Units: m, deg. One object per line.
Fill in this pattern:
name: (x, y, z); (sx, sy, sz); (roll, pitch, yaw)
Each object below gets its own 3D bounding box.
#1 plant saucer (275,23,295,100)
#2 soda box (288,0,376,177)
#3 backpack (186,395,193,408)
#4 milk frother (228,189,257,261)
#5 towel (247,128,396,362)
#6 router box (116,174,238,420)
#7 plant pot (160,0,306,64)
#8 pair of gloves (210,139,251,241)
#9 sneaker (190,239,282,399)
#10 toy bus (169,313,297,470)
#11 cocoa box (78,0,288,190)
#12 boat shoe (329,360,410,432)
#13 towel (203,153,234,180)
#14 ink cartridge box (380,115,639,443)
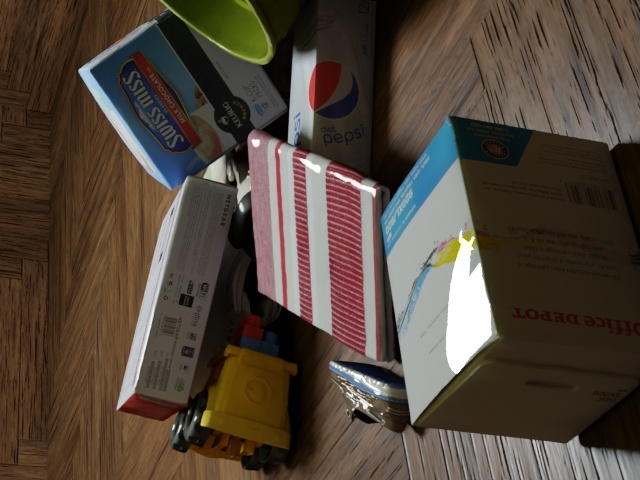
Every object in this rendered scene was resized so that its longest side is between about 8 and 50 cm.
plant saucer: (-0.029, -0.301, 1.981); (0.168, 0.029, 0.169); (-171, 90, -68)
soda box: (0.014, -0.193, 1.740); (0.098, 0.091, 0.286); (155, 121, -65)
backpack: (-0.253, 0.203, 2.218); (0.166, 0.144, 0.189); (160, 119, -73)
milk frother: (-0.049, -0.013, 1.859); (0.143, 0.129, 0.135); (35, 125, 18)
towel: (0.000, 0.000, 1.623); (0.329, 0.037, 0.237); (27, 126, 55)
router box: (-0.226, 0.098, 1.952); (0.301, 0.082, 0.336); (139, 144, -72)
plant pot: (-0.090, -0.496, 1.715); (0.353, 0.366, 0.366); (-49, 19, -10)
pair of gloves: (-0.155, -0.084, 2.181); (0.240, 0.042, 0.204); (-22, 62, 61)
sneaker: (-0.137, 0.142, 1.986); (0.169, 0.108, 0.293); (-165, 85, -72)
toy bus: (-0.123, 0.224, 1.883); (0.220, 0.149, 0.212); (141, 142, -64)
cocoa box: (-0.235, -0.245, 2.049); (0.231, 0.228, 0.347); (57, 173, -14)
boat shoe: (0.055, 0.189, 1.529); (0.183, 0.066, 0.066); (-165, 82, -69)
towel: (-0.187, -0.109, 2.335); (0.113, 0.023, 0.152); (-105, 33, -42)
ink cartridge box: (0.173, 0.039, 1.132); (0.168, 0.171, 0.233); (123, 148, -48)
